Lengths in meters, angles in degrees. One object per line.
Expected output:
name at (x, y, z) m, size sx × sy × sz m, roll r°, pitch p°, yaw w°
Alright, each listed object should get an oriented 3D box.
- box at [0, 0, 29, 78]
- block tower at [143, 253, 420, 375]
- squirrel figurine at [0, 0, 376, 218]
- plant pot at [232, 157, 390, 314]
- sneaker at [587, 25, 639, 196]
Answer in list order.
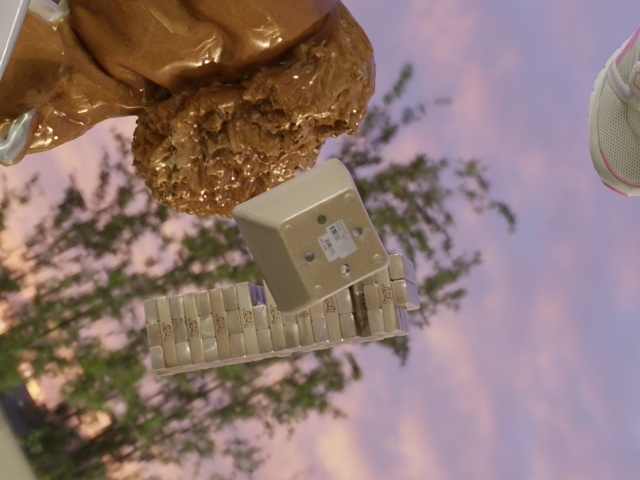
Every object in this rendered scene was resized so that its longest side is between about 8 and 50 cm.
box at (-0.319, -0.217, 0.965) m, size 0.119 × 0.181 × 0.182 m, roll -89°, pitch -156°, yaw -51°
block tower at (-0.052, 0.093, 1.476) m, size 0.097 × 0.335 × 0.091 m, roll 31°, pitch 48°, yaw -74°
squirrel figurine at (-0.162, -0.178, 1.242) m, size 0.397 × 0.370 × 0.281 m, roll 52°, pitch 4°, yaw -15°
plant pot at (0.000, 0.000, 1.048) m, size 0.109 × 0.109 × 0.096 m, roll 64°, pitch -9°, yaw -9°
sneaker at (0.288, -0.148, 0.963) m, size 0.103 × 0.252 × 0.111 m, roll 23°, pitch 16°, yaw 4°
